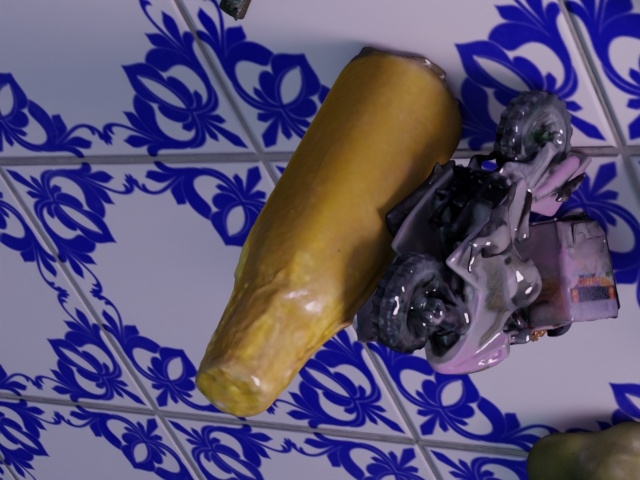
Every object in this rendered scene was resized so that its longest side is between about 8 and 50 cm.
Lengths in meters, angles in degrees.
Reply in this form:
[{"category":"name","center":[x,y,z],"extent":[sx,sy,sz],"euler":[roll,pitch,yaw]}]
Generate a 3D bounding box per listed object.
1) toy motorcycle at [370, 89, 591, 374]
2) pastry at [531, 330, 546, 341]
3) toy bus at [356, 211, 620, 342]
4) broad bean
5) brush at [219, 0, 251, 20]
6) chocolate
[{"category":"toy motorcycle","center":[0.171,0.006,1.800],"extent":[0.143,0.327,0.188],"euler":[15,149,43]},{"category":"pastry","center":[0.198,0.097,2.098],"extent":[0.169,0.063,0.087],"euler":[-14,123,47]},{"category":"toy bus","center":[0.176,0.051,1.989],"extent":[0.317,0.112,0.138],"euler":[-8,86,41]},{"category":"broad bean","center":[0.358,0.298,2.169],"extent":[0.189,0.121,0.263],"euler":[40,160,-13]},{"category":"brush","center":[-0.079,-0.298,1.911],"extent":[0.034,0.027,0.190],"euler":[33,144,2]},{"category":"chocolate","center":[0.000,0.000,1.830],"extent":[0.162,0.445,0.162],"euler":[20,144,15]}]
